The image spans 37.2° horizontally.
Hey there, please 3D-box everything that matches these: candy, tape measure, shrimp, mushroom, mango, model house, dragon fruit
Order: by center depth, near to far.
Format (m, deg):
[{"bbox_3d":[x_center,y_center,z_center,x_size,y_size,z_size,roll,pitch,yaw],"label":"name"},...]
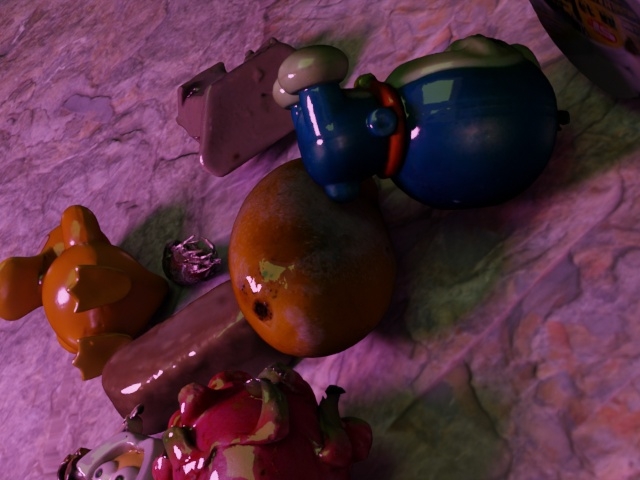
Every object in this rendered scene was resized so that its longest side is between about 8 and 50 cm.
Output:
[{"bbox_3d":[-0.044,0.246,0.908,0.218,0.198,0.272,-19,66,-13],"label":"dragon fruit"},{"bbox_3d":[0.312,-0.276,0.975,0.138,0.262,0.259,-37,41,-2],"label":"tape measure"},{"bbox_3d":[0.000,0.000,1.068,0.146,0.193,0.316,-52,12,39],"label":"mango"},{"bbox_3d":[-0.251,0.252,1.123,0.187,0.061,0.060,-41,42,36],"label":"mushroom"},{"bbox_3d":[-0.144,0.140,1.128,0.234,0.104,0.102,-34,37,12],"label":"candy"},{"bbox_3d":[-0.168,0.025,1.268,0.165,0.057,0.065,-10,66,51],"label":"shrimp"},{"bbox_3d":[-0.116,-0.202,1.379,0.229,0.122,0.188,-37,26,-13],"label":"model house"}]

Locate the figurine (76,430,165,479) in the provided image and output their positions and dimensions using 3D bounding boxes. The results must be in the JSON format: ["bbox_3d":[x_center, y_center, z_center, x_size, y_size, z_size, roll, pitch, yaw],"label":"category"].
[{"bbox_3d":[-0.216,0.324,1.016,0.176,0.133,0.236,6,65,40],"label":"figurine"}]

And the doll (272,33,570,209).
[{"bbox_3d":[0.114,-0.122,1.023,0.322,0.198,0.186,-6,87,-4],"label":"doll"}]

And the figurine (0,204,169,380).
[{"bbox_3d":[-0.323,0.064,1.302,0.228,0.215,0.215,17,69,30],"label":"figurine"}]
